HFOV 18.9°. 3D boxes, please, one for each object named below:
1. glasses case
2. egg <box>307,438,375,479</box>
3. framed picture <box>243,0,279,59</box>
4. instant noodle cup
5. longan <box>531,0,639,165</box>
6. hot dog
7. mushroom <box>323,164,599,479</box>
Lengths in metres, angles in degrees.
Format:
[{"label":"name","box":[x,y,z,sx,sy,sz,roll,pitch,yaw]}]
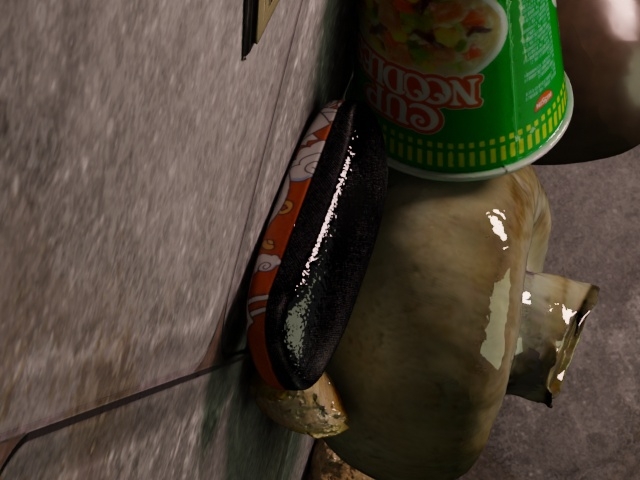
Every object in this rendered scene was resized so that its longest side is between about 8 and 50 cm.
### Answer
[{"label":"glasses case","box":[0.000,0.000,1.527,0.103,0.067,0.266,72,28,-44]},{"label":"egg","box":[0.042,0.250,2.150,0.118,0.116,0.140,38,51,-32]},{"label":"framed picture","box":[-0.014,-0.246,1.246,0.199,0.010,0.195,95,13,-48]},{"label":"instant noodle cup","box":[0.114,-0.202,1.618,0.232,0.207,0.207,83,21,-45]},{"label":"longan","box":[0.220,-0.208,1.873,0.243,0.300,0.300,77,29,-79]},{"label":"hot dog","box":[-0.027,0.119,1.608,0.169,0.061,0.078,59,10,-50]},{"label":"mushroom","box":[0.114,0.067,1.780,0.352,0.260,0.352,19,90,-83]}]
